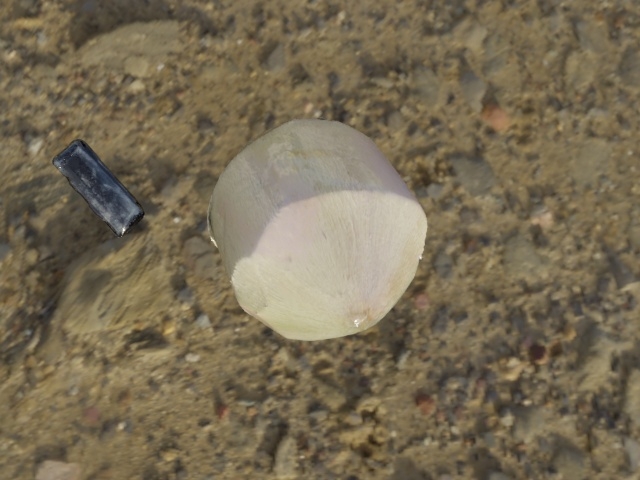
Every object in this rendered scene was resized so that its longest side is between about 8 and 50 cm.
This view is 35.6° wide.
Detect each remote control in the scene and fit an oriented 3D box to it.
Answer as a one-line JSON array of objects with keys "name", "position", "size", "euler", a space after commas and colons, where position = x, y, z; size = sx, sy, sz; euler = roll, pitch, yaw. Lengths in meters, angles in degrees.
[{"name": "remote control", "position": [-0.202, -0.049, 0.914], "size": [0.096, 0.014, 0.039], "euler": [50, 61, -14]}]

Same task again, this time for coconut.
[{"name": "coconut", "position": [0.000, 0.000, 1.026], "size": [0.224, 0.224, 0.234], "euler": [-13, 48, -33]}]
